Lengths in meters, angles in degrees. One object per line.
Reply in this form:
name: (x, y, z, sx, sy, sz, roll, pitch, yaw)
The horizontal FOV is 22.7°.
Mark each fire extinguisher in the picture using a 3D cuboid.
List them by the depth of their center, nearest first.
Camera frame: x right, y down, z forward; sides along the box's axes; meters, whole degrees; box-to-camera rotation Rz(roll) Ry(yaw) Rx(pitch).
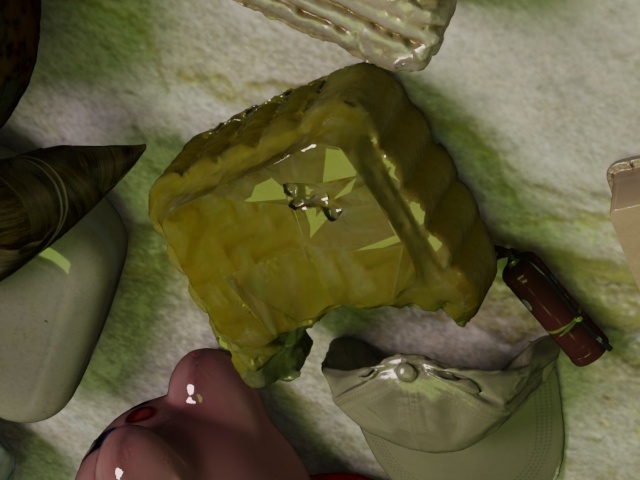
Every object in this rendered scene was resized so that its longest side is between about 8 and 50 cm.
fire extinguisher: (0.190, 0.050, 1.343, 0.132, 0.039, 0.056, 48, 159, -19)

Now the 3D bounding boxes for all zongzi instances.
zongzi: (-0.254, -0.014, 1.324, 0.187, 0.184, 0.084, -36, 82, 43)

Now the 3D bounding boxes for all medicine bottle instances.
medicine bottle: (-0.371, 0.006, 1.449, 0.375, 0.123, 0.282, 24, 128, 0)

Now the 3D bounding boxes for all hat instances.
hat: (0.111, 0.178, 1.415, 0.214, 0.149, 0.245, -4, 114, 22)

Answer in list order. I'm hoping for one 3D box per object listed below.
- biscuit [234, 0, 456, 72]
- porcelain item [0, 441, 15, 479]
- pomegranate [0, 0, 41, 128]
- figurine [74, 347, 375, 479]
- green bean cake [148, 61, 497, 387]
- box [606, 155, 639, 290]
biscuit: (-0.095, -0.252, 1.149, 0.426, 0.144, 0.078, 24, 129, 0)
porcelain item: (-0.466, 0.259, 1.571, 0.281, 0.286, 0.157, 24, 132, -2)
pomegranate: (-0.355, -0.135, 1.235, 0.285, 0.285, 0.341, 19, 123, 4)
figurine: (-0.117, 0.267, 1.493, 0.261, 0.270, 0.211, 48, 132, -7)
green bean cake: (0.000, 0.000, 1.306, 0.236, 0.124, 0.233, -23, 109, 27)
box: (0.279, -0.007, 1.256, 0.089, 0.062, 0.122, -12, 120, 27)
